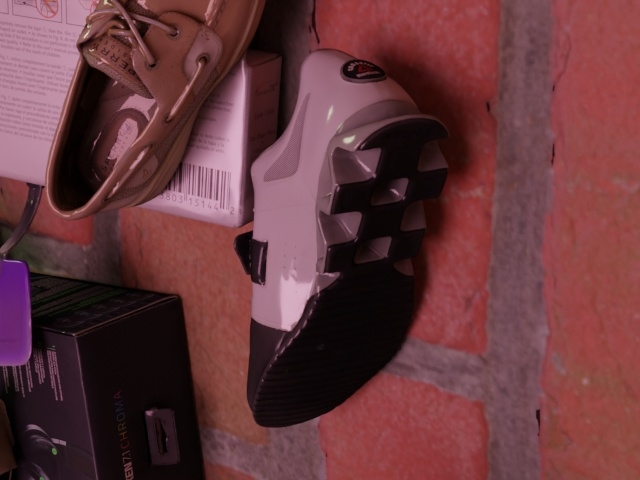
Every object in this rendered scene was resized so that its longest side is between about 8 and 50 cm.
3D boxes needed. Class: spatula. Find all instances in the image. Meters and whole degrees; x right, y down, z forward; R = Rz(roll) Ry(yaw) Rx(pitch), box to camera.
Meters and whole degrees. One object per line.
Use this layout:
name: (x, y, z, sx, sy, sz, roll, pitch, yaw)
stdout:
spatula: (-0.272, -0.031, 1.302, 0.084, 0.030, 0.296, -6, 66, 38)

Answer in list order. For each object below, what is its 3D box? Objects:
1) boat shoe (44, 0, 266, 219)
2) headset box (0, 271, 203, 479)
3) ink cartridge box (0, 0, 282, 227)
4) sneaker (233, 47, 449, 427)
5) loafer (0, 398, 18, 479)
boat shoe: (-0.129, -0.144, 1.071, 0.109, 0.098, 0.302, 35, 118, 13)
headset box: (-0.249, 0.169, 1.375, 0.283, 0.131, 0.246, 6, 108, 41)
ink cartridge box: (-0.175, -0.165, 1.183, 0.296, 0.066, 0.261, 13, 111, 23)
sneaker: (0.000, 0.000, 1.113, 0.146, 0.122, 0.330, 53, 137, 40)
loafer: (-0.306, 0.196, 1.310, 0.050, 0.056, 0.148, 29, 132, 31)
